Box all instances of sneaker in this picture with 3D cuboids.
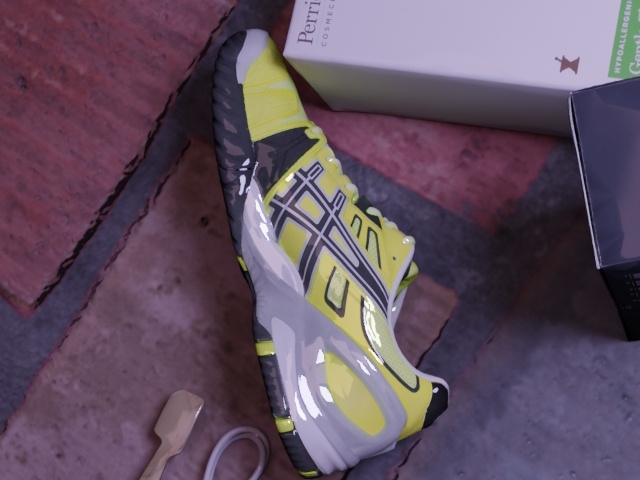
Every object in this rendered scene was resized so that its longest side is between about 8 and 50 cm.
[{"bbox_3d":[0.000,0.000,1.210,0.147,0.145,0.384,-14,78,-1],"label":"sneaker"}]

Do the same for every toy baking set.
[{"bbox_3d":[-0.098,0.264,1.213,0.197,0.030,0.256,-37,68,2],"label":"toy baking set"}]

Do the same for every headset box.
[{"bbox_3d":[0.319,-0.032,1.026,0.246,0.283,0.131,-11,73,15],"label":"headset box"}]

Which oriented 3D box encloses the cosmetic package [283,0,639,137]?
[{"bbox_3d":[0.176,-0.196,1.185,0.366,0.155,0.196,8,81,18],"label":"cosmetic package"}]
